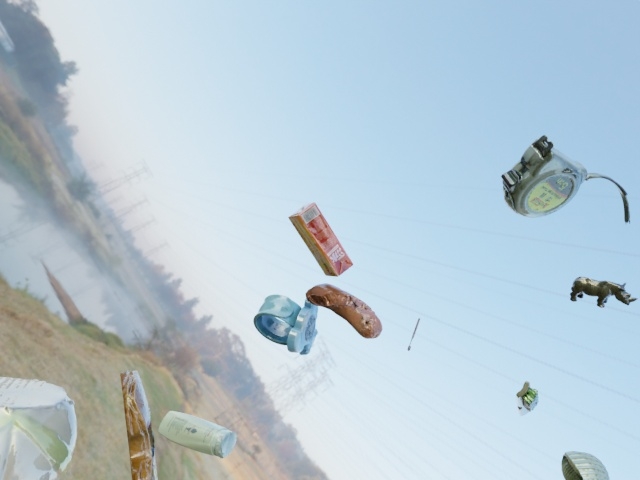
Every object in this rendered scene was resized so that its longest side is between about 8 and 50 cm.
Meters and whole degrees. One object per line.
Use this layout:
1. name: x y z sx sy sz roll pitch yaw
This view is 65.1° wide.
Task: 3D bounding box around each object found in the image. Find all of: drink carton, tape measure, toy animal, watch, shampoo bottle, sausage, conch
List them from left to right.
1. shampoo bottle: -0.293 0.457 1.188 0.213 0.072 0.049 0 -46 33
2. watch: -0.119 0.279 1.685 0.194 0.210 0.210 11 -40 18
3. drink carton: 0.000 0.000 1.505 0.222 0.071 0.096 57 -20 -11
4. sausage: 0.062 0.187 1.431 0.079 0.087 0.327 48 -13 -32
5. tape measure: 0.505 -0.093 1.033 0.164 0.331 0.084 -43 -139 34
6. conch: 0.702 0.614 1.321 0.135 0.102 0.153 57 -3 -18
7. toy animal: 0.655 0.120 1.160 0.136 0.047 0.064 13 -61 35

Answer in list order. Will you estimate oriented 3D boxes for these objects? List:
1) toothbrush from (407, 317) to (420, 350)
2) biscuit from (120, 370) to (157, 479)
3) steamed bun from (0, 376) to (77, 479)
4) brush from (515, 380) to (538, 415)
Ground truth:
1. toothbrush: 0.260 0.261 1.392 0.006 0.096 0.008 18 2 -17
2. biscuit: -0.359 0.413 1.008 0.262 0.052 0.276 175 -92 -67
3. steamed bun: -0.644 0.430 0.975 0.309 0.310 0.309 48 -22 26
4. brush: 0.585 0.458 1.412 0.048 0.054 0.282 42 -7 34
